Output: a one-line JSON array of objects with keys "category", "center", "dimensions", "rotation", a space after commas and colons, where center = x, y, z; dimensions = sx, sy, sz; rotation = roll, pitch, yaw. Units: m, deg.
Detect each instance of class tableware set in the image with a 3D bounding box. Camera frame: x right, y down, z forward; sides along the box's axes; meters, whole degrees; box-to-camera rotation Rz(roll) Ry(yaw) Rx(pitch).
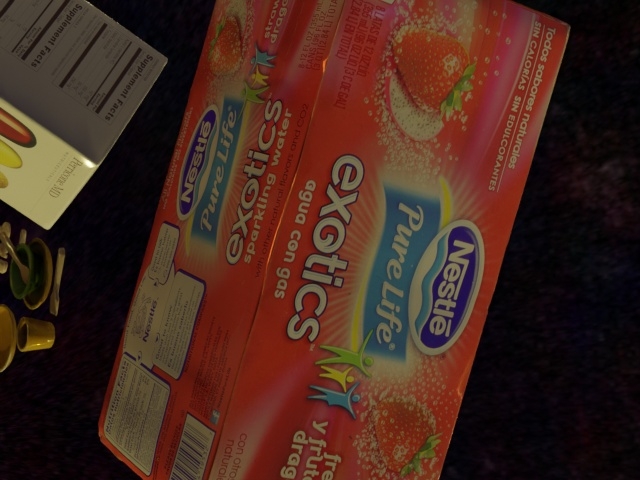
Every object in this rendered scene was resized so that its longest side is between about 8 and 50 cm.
[{"category": "tableware set", "center": [-0.220, 0.043, 0.895], "dimensions": [0.024, 0.154, 0.104], "rotation": [5, 96, -34]}]

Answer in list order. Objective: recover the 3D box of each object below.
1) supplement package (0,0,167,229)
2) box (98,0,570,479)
[{"category": "supplement package", "center": [-0.278, -0.148, 1.083], "dimensions": [0.244, 0.139, 0.134], "rotation": [35, 54, -11]}, {"category": "box", "center": [0.000, 0.000, 0.715], "dimensions": [0.142, 0.154, 0.300], "rotation": [14, 92, -31]}]
